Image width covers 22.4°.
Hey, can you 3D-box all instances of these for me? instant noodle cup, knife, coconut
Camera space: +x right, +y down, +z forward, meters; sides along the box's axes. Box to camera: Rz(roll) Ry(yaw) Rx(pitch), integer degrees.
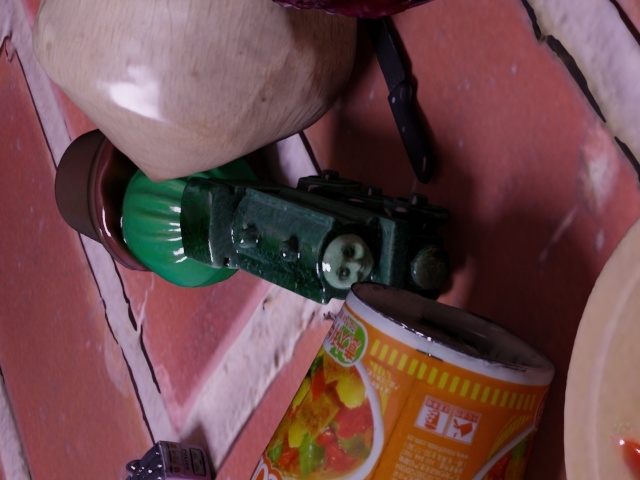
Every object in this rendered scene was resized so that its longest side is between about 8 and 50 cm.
[{"bbox_3d":[0.038,0.128,0.842,0.168,0.168,0.185,34,107,54],"label":"instant noodle cup"},{"bbox_3d":[0.043,-0.105,0.981,0.023,0.010,0.170,-52,44,41],"label":"knife"},{"bbox_3d":[-0.072,-0.138,0.995,0.224,0.224,0.224,-11,76,56],"label":"coconut"}]

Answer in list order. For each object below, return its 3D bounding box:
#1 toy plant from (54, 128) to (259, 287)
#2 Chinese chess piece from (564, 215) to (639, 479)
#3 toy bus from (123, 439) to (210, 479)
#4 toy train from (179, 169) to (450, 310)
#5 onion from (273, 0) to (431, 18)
[{"bbox_3d":[-0.097,-0.039,1.114,0.200,0.105,0.143,7,77,40],"label":"toy plant"},{"bbox_3d":[0.201,0.079,0.631,0.251,0.097,0.251,-11,77,57],"label":"Chinese chess piece"},{"bbox_3d":[-0.127,0.194,1.167,0.131,0.052,0.037,-53,40,37],"label":"toy bus"},{"bbox_3d":[0.000,0.000,0.943,0.170,0.111,0.071,20,107,57],"label":"toy train"},{"bbox_3d":[0.048,-0.262,0.770,0.282,0.260,0.337,21,85,48],"label":"onion"}]
